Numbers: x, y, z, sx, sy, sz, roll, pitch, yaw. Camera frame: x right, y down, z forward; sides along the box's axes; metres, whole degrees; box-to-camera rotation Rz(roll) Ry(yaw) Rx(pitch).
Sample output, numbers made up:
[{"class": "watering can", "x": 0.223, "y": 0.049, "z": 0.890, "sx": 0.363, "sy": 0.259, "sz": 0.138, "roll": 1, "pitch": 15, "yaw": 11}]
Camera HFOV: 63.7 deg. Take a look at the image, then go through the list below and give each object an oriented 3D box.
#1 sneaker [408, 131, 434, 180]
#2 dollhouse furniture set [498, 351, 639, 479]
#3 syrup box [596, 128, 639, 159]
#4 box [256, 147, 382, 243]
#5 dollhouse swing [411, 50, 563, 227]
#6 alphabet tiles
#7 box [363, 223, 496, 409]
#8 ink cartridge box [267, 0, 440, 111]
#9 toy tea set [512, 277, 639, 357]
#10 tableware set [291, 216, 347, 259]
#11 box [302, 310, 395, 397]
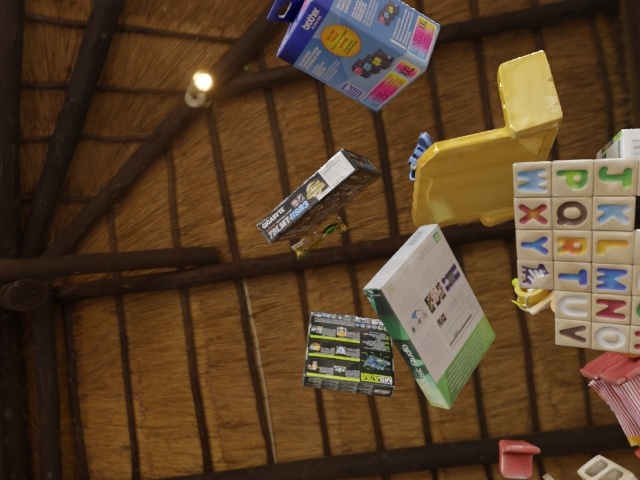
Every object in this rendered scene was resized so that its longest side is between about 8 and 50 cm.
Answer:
[{"class": "sneaker", "x": 0.265, "y": -0.215, "z": 1.355, "sx": 0.059, "sy": 0.053, "sz": 0.144, "roll": -26, "pitch": -42, "yaw": -20}, {"class": "dollhouse furniture set", "x": 0.487, "y": 0.366, "z": 0.914, "sx": 0.374, "sy": 0.152, "sz": 0.201, "roll": -33, "pitch": -98, "yaw": -1}, {"class": "syrup box", "x": 0.731, "y": -0.188, "z": 1.221, "sx": 0.237, "sy": 0.096, "sz": 0.093, "roll": 15, "pitch": -104, "yaw": -75}, {"class": "box", "x": 0.007, "y": -0.113, "z": 1.376, "sx": 0.073, "sy": 0.293, "sz": 0.295, "roll": 55, "pitch": -162, "yaw": 7}, {"class": "dollhouse swing", "x": 0.378, "y": -0.229, "z": 1.276, "sx": 0.304, "sy": 0.347, "sz": 0.315, "roll": -1, "pitch": -123, "yaw": 6}, {"class": "alphabet tiles", "x": 0.320, "y": 0.024, "z": 0.566, "sx": 0.009, "sy": 0.198, "sz": 0.237, "roll": -44, "pitch": -52, "yaw": -51}, {"class": "box", "x": 0.245, "y": 0.160, "z": 1.108, "sx": 0.232, "sy": 0.058, "sz": 0.322, "roll": -42, "pitch": -72, "yaw": -34}, {"class": "ink cartridge box", "x": 0.064, "y": -0.535, "z": 1.350, "sx": 0.395, "sy": 0.270, "sz": 0.151, "roll": 26, "pitch": -110, "yaw": -16}, {"class": "toy tea set", "x": 0.512, "y": 0.079, "z": 0.988, "sx": 0.200, "sy": 0.336, "sz": 0.124, "roll": -37, "pitch": -68, "yaw": -6}, {"class": "tableware set", "x": 0.000, "y": 0.000, "z": 1.324, "sx": 0.154, "sy": 0.104, "sz": 0.024, "roll": -33, "pitch": -107, "yaw": -1}, {"class": "box", "x": 0.062, "y": 0.242, "z": 1.118, "sx": 0.190, "sy": 0.045, "sz": 0.184, "roll": 7, "pitch": -139, "yaw": -2}]
